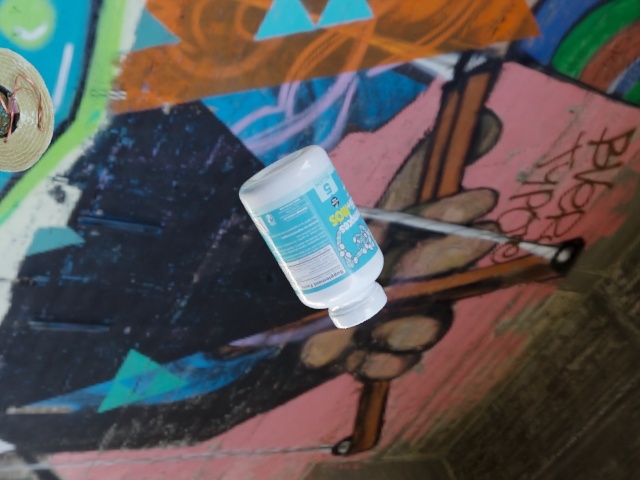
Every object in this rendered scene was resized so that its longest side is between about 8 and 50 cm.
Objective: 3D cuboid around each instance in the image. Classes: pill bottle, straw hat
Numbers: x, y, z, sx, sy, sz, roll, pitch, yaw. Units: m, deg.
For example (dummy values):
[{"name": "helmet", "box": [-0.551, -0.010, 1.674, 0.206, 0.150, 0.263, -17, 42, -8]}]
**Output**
[{"name": "pill bottle", "box": [0.000, 0.000, 1.168, 0.146, 0.146, 0.264, -12, -67, 52]}, {"name": "straw hat", "box": [-0.360, -0.136, 0.827, 0.061, 0.144, 0.144, -7, -104, 25]}]
